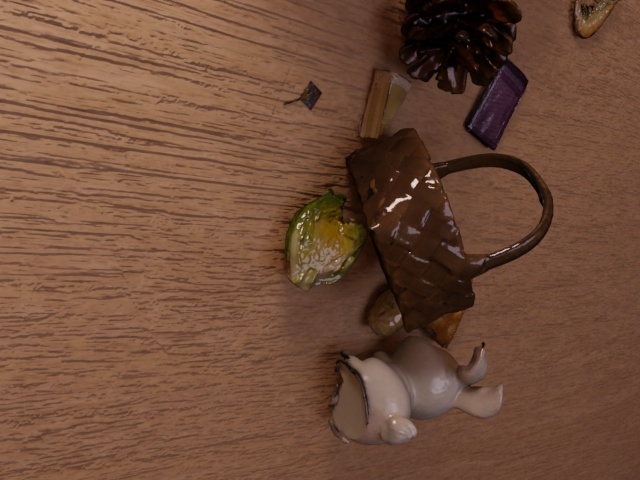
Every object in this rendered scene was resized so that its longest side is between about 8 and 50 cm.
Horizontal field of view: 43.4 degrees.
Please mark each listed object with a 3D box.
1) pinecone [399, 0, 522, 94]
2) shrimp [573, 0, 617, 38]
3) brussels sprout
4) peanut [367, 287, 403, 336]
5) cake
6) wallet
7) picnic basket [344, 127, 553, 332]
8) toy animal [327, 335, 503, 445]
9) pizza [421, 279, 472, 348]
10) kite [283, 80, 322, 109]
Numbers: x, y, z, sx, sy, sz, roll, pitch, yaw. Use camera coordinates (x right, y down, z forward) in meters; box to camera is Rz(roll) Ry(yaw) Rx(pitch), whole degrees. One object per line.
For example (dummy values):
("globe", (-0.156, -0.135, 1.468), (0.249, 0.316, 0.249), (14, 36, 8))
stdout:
("pinecone", (0.231, -0.355, 1.340), (0.201, 0.202, 0.229), (-62, 149, -51))
("shrimp", (0.600, -0.526, 1.753), (0.178, 0.034, 0.124), (-46, 128, -13))
("brussels sprout", (-0.003, 0.000, 1.351), (0.181, 0.100, 0.139), (-50, 126, -14))
("peanut", (0.159, 0.115, 1.580), (0.174, 0.080, 0.080), (-45, 134, -25))
("cake", (0.109, -0.229, 1.384), (0.065, 0.052, 0.121), (4, 107, -50))
("wallet", (0.359, -0.276, 1.626), (0.111, 0.030, 0.166), (28, 88, -49))
("picnic basket", (0.236, -0.046, 1.386), (0.337, 0.293, 0.337), (-6, 130, -7))
("toy animal", (0.175, 0.286, 1.564), (0.309, 0.247, 0.183), (-6, 96, -29))
("pizza", (0.254, 0.150, 1.706), (0.161, 0.062, 0.182), (-18, 126, -47))
("kite", (-0.026, -0.223, 1.287), (0.078, 0.002, 0.044), (-44, 134, -23))
